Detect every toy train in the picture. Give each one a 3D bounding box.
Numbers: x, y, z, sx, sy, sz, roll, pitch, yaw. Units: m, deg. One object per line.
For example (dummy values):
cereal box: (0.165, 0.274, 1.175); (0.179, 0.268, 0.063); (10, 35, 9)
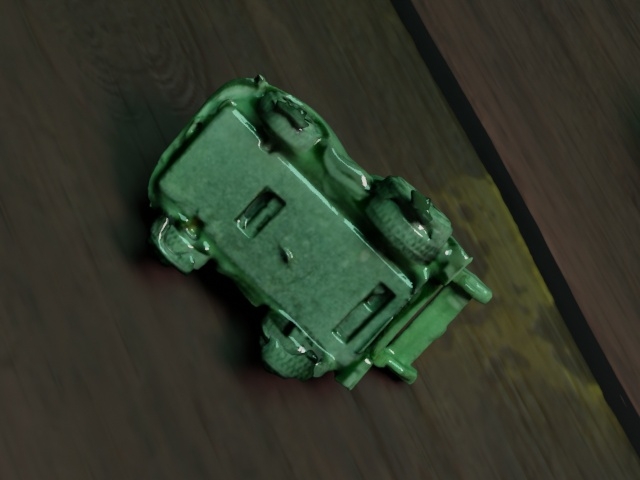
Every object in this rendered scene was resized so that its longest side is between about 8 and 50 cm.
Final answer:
toy train: (0.000, 0.000, 0.494); (0.149, 0.099, 0.081); (42, 11, 4)
